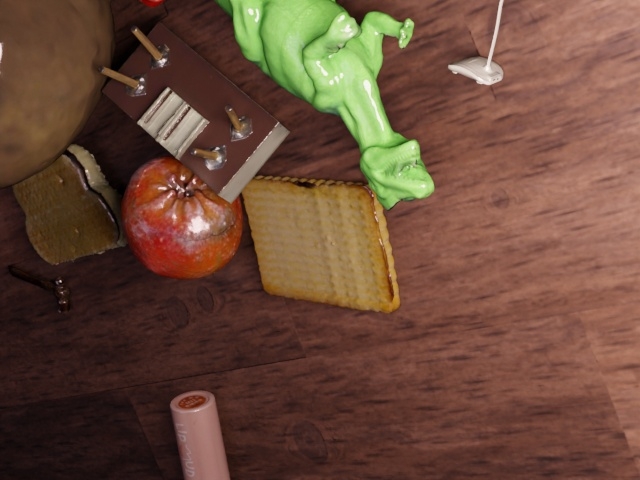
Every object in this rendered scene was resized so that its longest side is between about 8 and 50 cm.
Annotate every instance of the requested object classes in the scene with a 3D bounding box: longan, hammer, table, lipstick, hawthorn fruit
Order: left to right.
[{"bbox_3d":[-0.478,-0.280,1.953,0.436,0.404,0.404,27,131,56],"label":"longan"},{"bbox_3d":[-0.480,0.073,2.454,0.178,0.021,0.065,17,123,44],"label":"hammer"},{"bbox_3d":[-0.175,-0.175,1.854,0.240,0.111,0.121,41,93,26],"label":"table"},{"bbox_3d":[-0.183,-0.029,1.948,0.173,0.173,0.173,26,128,38],"label":"hawthorn fruit"},{"bbox_3d":[-0.174,0.357,2.224,0.070,0.070,0.254,13,120,45],"label":"lipstick"}]

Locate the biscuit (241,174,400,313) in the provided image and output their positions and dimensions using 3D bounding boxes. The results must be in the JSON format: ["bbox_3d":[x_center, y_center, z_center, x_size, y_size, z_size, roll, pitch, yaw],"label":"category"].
[{"bbox_3d":[0.000,0.000,1.859,0.254,0.029,0.172,8,115,47],"label":"biscuit"}]

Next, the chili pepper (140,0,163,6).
[{"bbox_3d":[-0.215,-0.323,1.826,0.059,0.050,0.191,50,174,-12],"label":"chili pepper"}]

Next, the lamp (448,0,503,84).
[{"bbox_3d":[0.177,-0.251,1.498,0.056,0.050,0.198,38,135,31],"label":"lamp"}]

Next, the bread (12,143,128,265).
[{"bbox_3d":[-0.391,-0.066,2.245,0.286,0.056,0.207,-8,107,50],"label":"bread"}]

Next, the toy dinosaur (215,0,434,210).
[{"bbox_3d":[-0.039,-0.211,1.745,0.500,0.144,0.374,-3,109,65],"label":"toy dinosaur"}]
